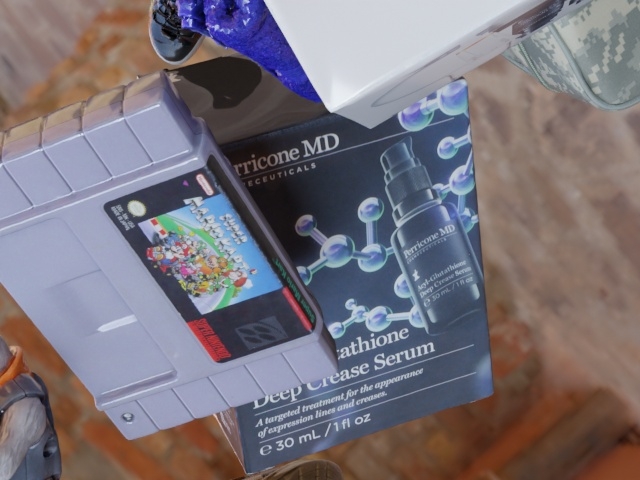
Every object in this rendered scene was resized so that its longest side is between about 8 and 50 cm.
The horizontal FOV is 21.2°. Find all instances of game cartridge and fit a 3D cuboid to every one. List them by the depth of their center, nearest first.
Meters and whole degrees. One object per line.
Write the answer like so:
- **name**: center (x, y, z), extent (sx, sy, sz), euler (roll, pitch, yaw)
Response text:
- **game cartridge**: center (-0.149, 0.027, 1.479), extent (0.068, 0.230, 0.355), euler (-87, -26, -45)

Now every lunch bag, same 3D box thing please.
- **lunch bag**: center (0.257, -0.282, 1.499), extent (0.213, 0.305, 0.256), euler (55, 172, -28)

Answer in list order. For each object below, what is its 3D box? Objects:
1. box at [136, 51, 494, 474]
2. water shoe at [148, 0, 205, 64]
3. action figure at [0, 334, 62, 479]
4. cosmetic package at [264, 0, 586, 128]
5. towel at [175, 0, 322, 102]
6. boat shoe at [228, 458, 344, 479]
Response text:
- **box**: center (0.000, 0.000, 1.813), extent (0.212, 0.293, 0.396), euler (-128, 25, -56)
- **water shoe**: center (-0.154, -0.278, 1.868), extent (0.073, 0.080, 0.203), euler (26, 121, 10)
- **action figure**: center (-0.307, 0.216, 1.570), extent (0.341, 0.178, 0.330), euler (15, 121, 55)
- **cosmetic package**: center (0.158, -0.202, 1.044), extent (0.097, 0.377, 0.284), euler (60, -173, -1)
- **towel**: center (-0.055, -0.244, 1.406), extent (0.308, 0.076, 0.228), euler (21, -118, -77)
- **boat shoe**: center (-0.092, 0.309, 1.878), extent (0.123, 0.342, 0.123), euler (5, 101, 31)
